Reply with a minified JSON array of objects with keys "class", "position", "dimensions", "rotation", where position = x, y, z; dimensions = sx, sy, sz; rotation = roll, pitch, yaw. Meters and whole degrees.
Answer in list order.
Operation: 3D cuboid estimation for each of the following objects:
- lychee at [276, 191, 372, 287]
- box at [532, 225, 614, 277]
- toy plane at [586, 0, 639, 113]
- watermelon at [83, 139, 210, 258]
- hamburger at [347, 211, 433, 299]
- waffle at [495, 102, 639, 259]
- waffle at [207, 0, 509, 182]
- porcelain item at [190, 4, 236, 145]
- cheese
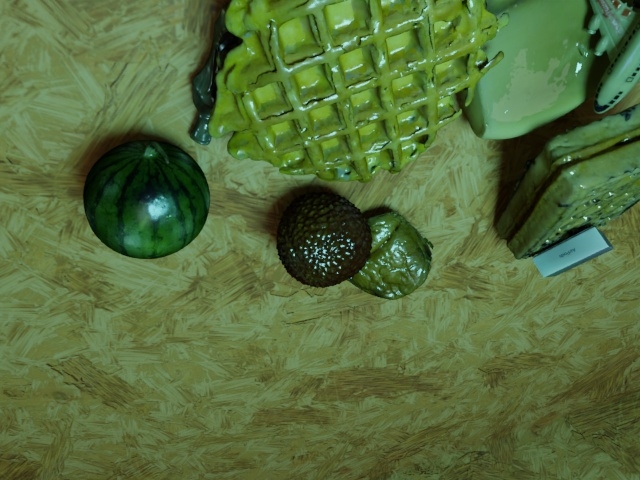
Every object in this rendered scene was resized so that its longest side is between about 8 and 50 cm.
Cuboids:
[{"class":"lychee","position":[0.004,0.002,0.792],"dimensions":[0.194,0.194,0.194],"rotation":[-7,130,-8]},{"class":"box","position":[0.533,0.027,0.889],"dimensions":[0.130,0.051,0.129],"rotation":[-37,156,31]},{"class":"toy plane","position":[0.441,-0.278,0.558],"dimensions":[0.092,0.229,0.244],"rotation":[-41,154,-21]},{"class":"watermelon","position":[-0.272,-0.073,0.667],"dimensions":[0.188,0.188,0.215],"rotation":[1,135,-14]},{"class":"hamburger","position":[0.142,0.041,0.904],"dimensions":[0.206,0.130,0.183],"rotation":[33,113,-30]},{"class":"waffle","position":[0.501,-0.102,0.790],"dimensions":[0.261,0.114,0.376],"rotation":[-25,158,1]},{"class":"waffle","position":[0.047,-0.222,0.594],"dimensions":[0.382,0.095,0.380],"rotation":[7,140,-26]},{"class":"porcelain item","position":[-0.156,-0.239,0.647],"dimensions":[0.081,0.069,0.216],"rotation":[17,128,-31]},{"class":"cheese","position":[0.365,-0.315,0.665],"dimensions":[0.315,0.128,0.260],"rotation":[-26,128,5]}]
